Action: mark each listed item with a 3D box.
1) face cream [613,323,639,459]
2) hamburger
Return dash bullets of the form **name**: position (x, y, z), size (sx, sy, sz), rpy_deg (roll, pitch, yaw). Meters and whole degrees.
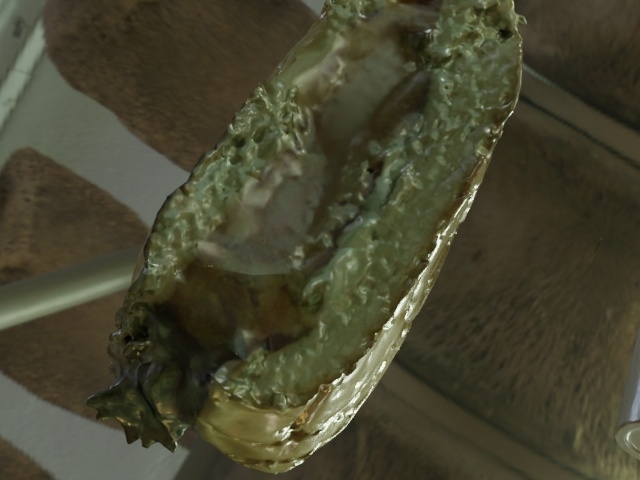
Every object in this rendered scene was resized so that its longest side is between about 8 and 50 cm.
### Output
- **face cream**: position (0.261, 0.028, 0.828), size (0.077, 0.077, 0.250), rpy_deg (16, -117, 12)
- **hamburger**: position (0.000, 0.000, 0.677), size (0.132, 0.211, 0.309), rpy_deg (27, -115, 7)
